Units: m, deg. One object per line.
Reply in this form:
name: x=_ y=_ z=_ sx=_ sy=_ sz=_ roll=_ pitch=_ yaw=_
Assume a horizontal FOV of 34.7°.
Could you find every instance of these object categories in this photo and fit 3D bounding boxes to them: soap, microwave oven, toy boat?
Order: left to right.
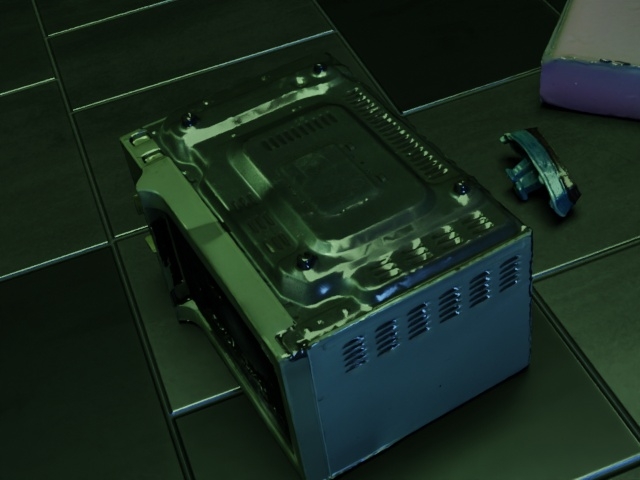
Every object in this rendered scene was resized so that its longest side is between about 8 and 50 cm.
microwave oven: x=0.000 y=0.000 z=0.992 sx=0.286 sy=0.218 sz=0.355 roll=-26 pitch=46 yaw=-15
toy boat: x=0.240 y=-0.079 z=1.149 sx=0.061 sy=0.060 sz=0.137 roll=-31 pitch=49 yaw=12
soap: x=0.395 y=-0.263 z=1.294 sx=0.181 sy=0.081 sz=0.259 roll=11 pitch=46 yaw=19
